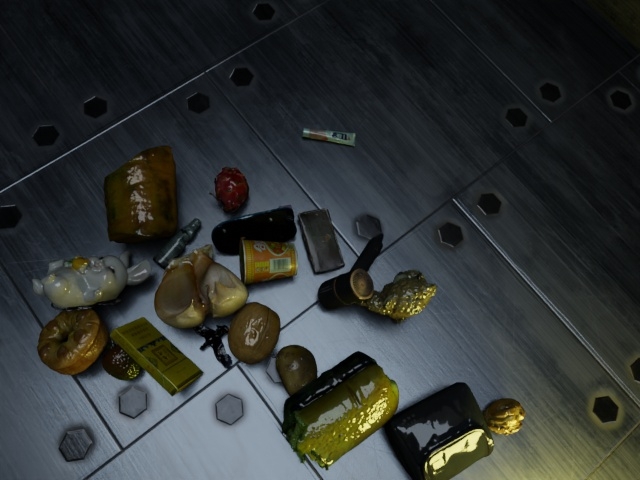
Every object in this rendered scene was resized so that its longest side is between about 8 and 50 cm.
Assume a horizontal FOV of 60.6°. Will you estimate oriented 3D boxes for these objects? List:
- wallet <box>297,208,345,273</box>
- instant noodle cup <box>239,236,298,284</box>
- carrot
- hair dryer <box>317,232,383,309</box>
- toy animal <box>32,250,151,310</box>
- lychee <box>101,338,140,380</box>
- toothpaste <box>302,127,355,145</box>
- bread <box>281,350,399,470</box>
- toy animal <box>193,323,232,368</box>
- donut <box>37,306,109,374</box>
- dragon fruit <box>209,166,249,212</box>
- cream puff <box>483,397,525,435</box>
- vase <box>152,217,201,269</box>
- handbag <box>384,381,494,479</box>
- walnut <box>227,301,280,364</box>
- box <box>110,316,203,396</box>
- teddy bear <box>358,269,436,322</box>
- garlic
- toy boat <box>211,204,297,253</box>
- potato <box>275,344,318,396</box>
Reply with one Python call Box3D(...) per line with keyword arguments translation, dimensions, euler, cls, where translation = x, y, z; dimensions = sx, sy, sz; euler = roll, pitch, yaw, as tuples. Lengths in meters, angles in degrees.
Box3D(translation=(0.000, 0.000, 1.970), dimensions=(0.121, 0.031, 0.232), euler=(-13, 75, -14), cls="wallet")
Box3D(translation=(-0.178, 0.068, 1.871), dimensions=(0.185, 0.168, 0.168), euler=(-3, 71, -15), cls="instant noodle cup")
Box3D(translation=(-0.605, -0.139, 1.850), dimensions=(0.241, 0.241, 0.341), euler=(-7, 73, -7), cls="carrot")
Box3D(translation=(0.136, 0.092, 1.913), dimensions=(0.107, 0.189, 0.352), euler=(50, 48, -14), cls="hair dryer")
Box3D(translation=(-0.723, 0.121, 1.749), dimensions=(0.208, 0.154, 0.325), euler=(20, 24, 34), cls="toy animal")
Box3D(translation=(-0.633, 0.377, 1.738), dimensions=(0.114, 0.114, 0.146), euler=(-35, 85, -15), cls="lychee")
Box3D(translation=(0.034, -0.402, 2.109), dimensions=(0.205, 0.036, 0.056), euler=(7, 72, -7), cls="toothpaste")
Box3D(translation=(0.070, 0.523, 1.682), dimensions=(0.376, 0.208, 0.251), euler=(-32, 121, -16), cls="bread")
Box3D(translation=(-0.356, 0.325, 1.818), dimensions=(0.220, 0.062, 0.108), euler=(45, 93, 9), cls="toy animal")
Box3D(translation=(-0.774, 0.308, 1.714), dimensions=(0.226, 0.114, 0.227), euler=(-12, 50, 15), cls="donut")
Box3D(translation=(-0.314, -0.179, 1.956), dimensions=(0.136, 0.133, 0.166), euler=(-22, 67, 32), cls="dragon fruit")
Box3D(translation=(0.603, 0.578, 1.786), dimensions=(0.133, 0.119, 0.104), euler=(-35, 96, 12), cls="cream puff")
Box3D(translation=(-0.492, 0.005, 1.907), dimensions=(0.060, 0.060, 0.211), euler=(36, 71, 7), cls="vase")
Box3D(translation=(0.388, 0.625, 1.712), dimensions=(0.301, 0.178, 0.275), euler=(-24, 75, -13), cls="handbag")
Box3D(translation=(-0.216, 0.302, 1.780), dimensions=(0.165, 0.165, 0.197), euler=(18, 79, 1), cls="walnut")
Box3D(translation=(-0.519, 0.362, 1.738), dimensions=(0.279, 0.153, 0.041), euler=(40, 106, 9), cls="box")
Box3D(translation=(0.266, 0.186, 1.815), dimensions=(0.267, 0.256, 0.156), euler=(-21, 79, -11), cls="teddy bear")
Box3D(translation=(-0.381, 0.162, 1.764), dimensions=(0.286, 0.249, 0.313), euler=(-8, 33, -30), cls="garlic")
Box3D(translation=(-0.237, -0.047, 1.935), dimensions=(0.298, 0.134, 0.092), euler=(-13, 36, -7), cls="toy boat")
Box3D(translation=(-0.074, 0.419, 1.770), dimensions=(0.137, 0.137, 0.176), euler=(-28, 78, -14), cls="potato")
